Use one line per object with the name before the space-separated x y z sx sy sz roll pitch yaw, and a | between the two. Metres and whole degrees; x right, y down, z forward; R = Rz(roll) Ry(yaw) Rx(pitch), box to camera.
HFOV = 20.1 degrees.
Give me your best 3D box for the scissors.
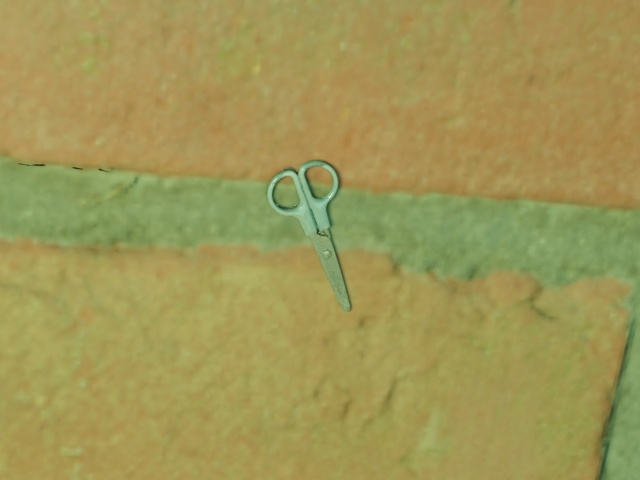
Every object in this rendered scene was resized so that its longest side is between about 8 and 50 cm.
scissors | 0.000 0.000 0.881 0.036 0.006 0.083 -21 114 -4
